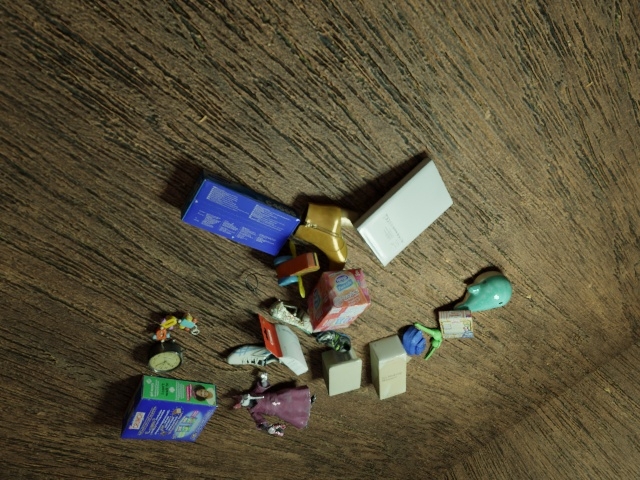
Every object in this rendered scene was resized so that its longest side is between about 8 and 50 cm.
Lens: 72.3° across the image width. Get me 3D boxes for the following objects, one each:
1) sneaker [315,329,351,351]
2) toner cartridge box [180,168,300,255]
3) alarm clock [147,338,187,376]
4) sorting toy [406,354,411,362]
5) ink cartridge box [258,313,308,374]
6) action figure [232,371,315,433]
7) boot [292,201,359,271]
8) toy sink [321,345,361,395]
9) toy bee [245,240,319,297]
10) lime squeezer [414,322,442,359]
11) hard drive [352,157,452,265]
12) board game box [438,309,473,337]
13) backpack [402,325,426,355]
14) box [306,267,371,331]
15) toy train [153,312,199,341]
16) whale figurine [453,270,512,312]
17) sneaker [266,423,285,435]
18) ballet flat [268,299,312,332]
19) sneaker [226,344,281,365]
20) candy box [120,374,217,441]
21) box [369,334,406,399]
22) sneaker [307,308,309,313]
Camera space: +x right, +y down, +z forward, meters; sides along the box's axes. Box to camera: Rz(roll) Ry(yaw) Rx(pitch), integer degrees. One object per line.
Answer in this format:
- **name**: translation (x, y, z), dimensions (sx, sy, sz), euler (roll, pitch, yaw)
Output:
- **sneaker**: translation (0.064, 0.442, 1.919), dimensions (0.188, 0.078, 0.067), euler (22, 115, -30)
- **toner cartridge box**: translation (-0.255, -0.083, 1.421), dimensions (0.347, 0.075, 0.165), euler (23, 114, -32)
- **alarm clock**: translation (-0.613, 0.468, 1.708), dimensions (0.129, 0.064, 0.192), euler (25, 113, -34)
- **sorting toy**: translation (0.417, 0.611, 2.211), dimensions (0.062, 0.012, 0.083), euler (30, 108, -39)
- **ink cartridge box**: translation (-0.148, 0.405, 1.746), dimensions (0.066, 0.189, 0.232), euler (-29, 129, 3)
- **action figure**: translation (-0.221, 0.735, 2.013), dimensions (0.369, 0.248, 0.276), euler (11, 164, -12)
- **boot**: translation (0.000, 0.000, 1.569), dimensions (0.211, 0.104, 0.295), euler (7, 119, -17)
- **toy sink**: translation (0.092, 0.575, 1.996), dimensions (0.152, 0.131, 0.234), euler (-12, 133, -11)
- **toy bee**: translation (-0.106, 0.099, 1.578), dimensions (0.162, 0.298, 0.196), euler (3, 91, -54)
- **lime squeezer**: translation (0.543, 0.493, 2.142), dimensions (0.109, 0.059, 0.311), euler (-24, 130, -1)
- **hard drive**: translation (0.303, -0.097, 1.579), dimensions (0.353, 0.047, 0.233), euler (-42, 129, -2)
- **board game box**: translation (0.639, 0.396, 2.059), dimensions (0.146, 0.045, 0.194), euler (-5, 140, 17)
- **backpack**: translation (0.440, 0.467, 2.054), dimensions (0.098, 0.101, 0.120), euler (-40, 134, -38)
- **box**: translation (0.059, 0.230, 1.646), dimensions (0.153, 0.142, 0.300), euler (-5, 154, -16)
- **toy train**: translation (-0.543, 0.319, 1.640), dimensions (0.166, 0.046, 0.125), euler (-6, 133, -15)
- **whale figurine**: translation (0.743, 0.266, 1.990), dimensions (0.216, 0.141, 0.272), euler (31, 114, -35)
- **sneaker**: translation (-0.226, 0.949, 2.221), dimensions (0.119, 0.047, 0.057), euler (30, 96, -38)
- **ballet flat**: translation (-0.104, 0.306, 1.762), dimensions (0.241, 0.091, 0.077), euler (33, 87, -39)
- **sneaker**: translation (-0.273, 0.487, 1.831), dimensions (0.237, 0.086, 0.085), euler (-4, 128, -15)
- **candy box**: translation (-0.637, 0.715, 1.847), dimensions (0.317, 0.122, 0.268), euler (18, 118, -31)
- **box**: translation (0.326, 0.612, 2.110), dimensions (0.147, 0.121, 0.311), euler (-16, 129, -8)
- **sneaker**: translation (0.016, 0.332, 1.824), dimensions (0.063, 0.075, 0.170), euler (-43, 127, 14)
